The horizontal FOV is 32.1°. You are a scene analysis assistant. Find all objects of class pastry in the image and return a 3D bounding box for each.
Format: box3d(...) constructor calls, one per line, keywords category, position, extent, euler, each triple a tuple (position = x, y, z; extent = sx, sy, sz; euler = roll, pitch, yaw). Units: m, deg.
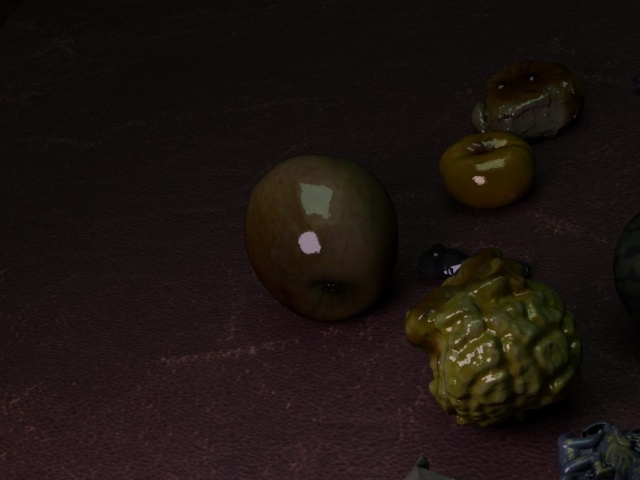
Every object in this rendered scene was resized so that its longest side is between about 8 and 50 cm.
box3d(category="pastry", position=(0.404, -0.270, 2.155), extent=(0.229, 0.100, 0.218), euler=(3, 37, 31))

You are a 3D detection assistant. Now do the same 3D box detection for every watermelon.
box3d(category="watermelon", position=(0.512, 0.036, 1.527), extent=(0.212, 0.212, 0.212), euler=(-11, 32, 7))

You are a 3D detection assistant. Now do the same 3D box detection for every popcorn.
box3d(category="popcorn", position=(0.232, 0.122, 1.493), extent=(0.237, 0.206, 0.251), euler=(3, 57, -34))

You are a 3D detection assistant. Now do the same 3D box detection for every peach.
box3d(category="peach", position=(0.298, -0.127, 1.976), extent=(0.179, 0.103, 0.179), euler=(-8, 31, 5))

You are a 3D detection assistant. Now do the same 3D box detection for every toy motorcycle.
box3d(category="toy motorcycle", position=(0.338, 0.277, 1.362), extent=(0.124, 0.061, 0.193), euler=(19, 40, 35))

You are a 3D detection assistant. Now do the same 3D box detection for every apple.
box3d(category="apple", position=(0.000, 0.000, 1.771), extent=(0.257, 0.257, 0.234), euler=(-9, 45, 10))

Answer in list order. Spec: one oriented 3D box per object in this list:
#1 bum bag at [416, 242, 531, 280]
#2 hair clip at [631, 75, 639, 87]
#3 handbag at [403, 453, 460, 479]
box3d(category="bum bag", position=(0.240, 0.039, 1.793), extent=(0.198, 0.049, 0.087), euler=(12, 36, 38))
box3d(category="hair clip", position=(0.708, -0.299, 2.121), extent=(0.187, 0.056, 0.146), euler=(-22, 32, 7))
box3d(category="handbag", position=(0.184, 0.342, 1.280), extent=(0.270, 0.117, 0.182), euler=(5, 51, 30))
